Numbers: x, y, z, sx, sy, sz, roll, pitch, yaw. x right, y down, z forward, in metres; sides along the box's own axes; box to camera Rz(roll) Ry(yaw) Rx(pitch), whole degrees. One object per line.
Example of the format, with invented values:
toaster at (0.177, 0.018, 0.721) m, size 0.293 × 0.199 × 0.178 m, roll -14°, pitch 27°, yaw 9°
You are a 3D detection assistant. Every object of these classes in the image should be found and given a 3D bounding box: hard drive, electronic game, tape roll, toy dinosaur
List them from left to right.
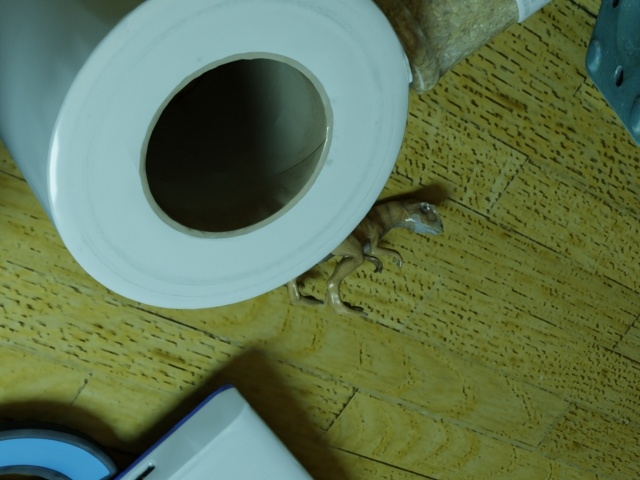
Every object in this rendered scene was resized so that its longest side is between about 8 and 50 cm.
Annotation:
electronic game at (-0.260, 0.236, 1.241) m, size 0.229 × 0.048 × 0.229 m, roll -16°, pitch 130°, yaw -21°
tape roll at (-0.086, -0.100, 1.021) m, size 0.246 × 0.169 × 0.246 m, roll -16°, pitch 129°, yaw -20°
hard drive at (-0.083, 0.276, 1.353) m, size 0.210 × 0.040 × 0.319 m, roll -41°, pitch 139°, yaw -6°
toy dinosaur at (0.000, 0.000, 1.232) m, size 0.211 × 0.064 × 0.112 m, roll -4°, pitch 106°, yaw -40°

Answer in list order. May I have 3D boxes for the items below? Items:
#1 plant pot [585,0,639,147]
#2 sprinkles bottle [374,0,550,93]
plant pot at (0.353, -0.156, 1.209) m, size 0.252 × 0.248 × 0.247 m, roll 4°, pitch 121°, yaw -15°
sprinkles bottle at (0.176, -0.251, 1.104) m, size 0.355 × 0.121 × 0.121 m, roll -36°, pitch 133°, yaw -4°
